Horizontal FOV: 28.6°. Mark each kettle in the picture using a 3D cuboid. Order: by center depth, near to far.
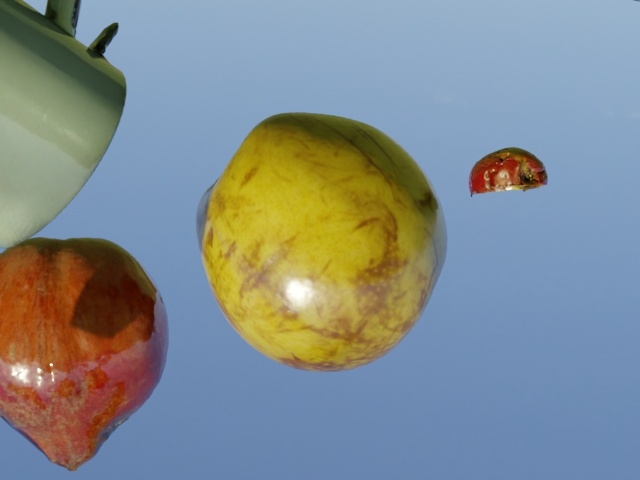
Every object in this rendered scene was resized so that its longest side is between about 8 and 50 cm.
[{"bbox_3d":[-0.274,-0.151,0.902,0.255,0.240,0.165,36,170,-29],"label":"kettle"}]

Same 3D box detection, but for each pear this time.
[{"bbox_3d":[0.000,0.000,1.346,0.281,0.280,0.280,0,-158,0],"label":"pear"}]

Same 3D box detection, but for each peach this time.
[{"bbox_3d":[0.199,-0.074,1.348,0.077,0.050,0.083,-11,180,-28],"label":"peach"},{"bbox_3d":[-0.285,0.126,1.400,0.232,0.256,0.232,-2,165,-1],"label":"peach"}]
